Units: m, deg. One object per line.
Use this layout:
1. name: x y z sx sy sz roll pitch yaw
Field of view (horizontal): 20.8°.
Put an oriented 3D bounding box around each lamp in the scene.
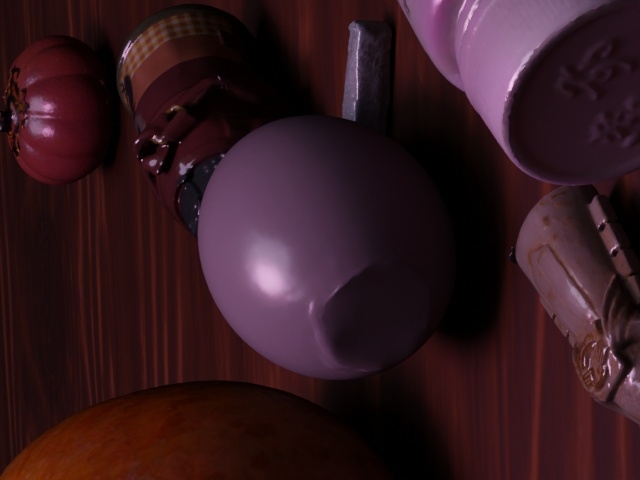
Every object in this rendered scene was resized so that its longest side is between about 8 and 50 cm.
1. lamp: -0.323 -0.156 2.091 0.182 0.140 0.182 -179 90 -68

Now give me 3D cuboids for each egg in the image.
1. egg: 0.000 0.000 1.232 0.232 0.176 0.176 -137 47 -59

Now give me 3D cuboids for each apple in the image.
1. apple: -0.104 0.303 1.341 0.400 0.334 0.400 175 90 -70

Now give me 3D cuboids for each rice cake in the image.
1. rice cake: 0.034 -0.083 1.329 0.029 0.033 0.170 -149 58 -60

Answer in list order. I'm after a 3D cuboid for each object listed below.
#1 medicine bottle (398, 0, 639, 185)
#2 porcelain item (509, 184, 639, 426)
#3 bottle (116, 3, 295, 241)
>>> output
1. medicine bottle: 0.111 -0.159 0.952 0.152 0.152 0.254 106 153 -42
2. porcelain item: 0.173 0.065 0.969 0.084 0.054 0.213 104 152 -43
3. bottle: -0.093 -0.089 1.488 0.271 0.156 0.143 -113 34 -49
